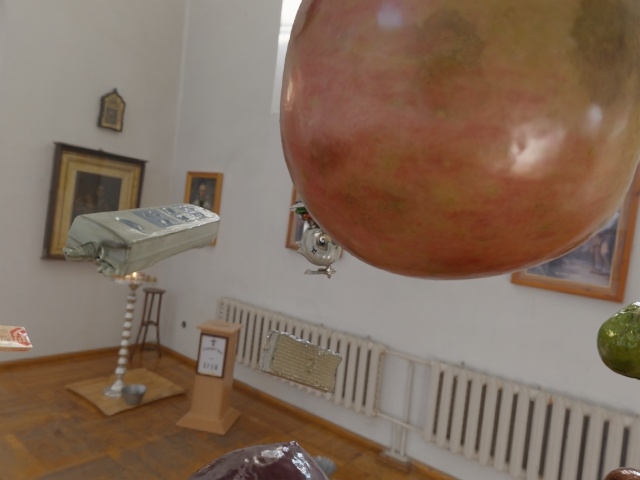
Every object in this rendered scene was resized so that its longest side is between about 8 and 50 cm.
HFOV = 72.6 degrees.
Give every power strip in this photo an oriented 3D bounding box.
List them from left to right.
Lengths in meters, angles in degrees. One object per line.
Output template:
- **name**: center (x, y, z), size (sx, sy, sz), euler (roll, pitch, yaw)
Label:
- **power strip**: center (-0.135, -0.006, 0.355), size (0.047, 0.030, 0.191), euler (26, 13, 7)

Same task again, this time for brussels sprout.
- **brussels sprout**: center (0.580, 0.182, 0.786), size (0.154, 0.155, 0.117), euler (6, 18, 12)

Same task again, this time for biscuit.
- **biscuit**: center (-0.045, 0.311, 1.116), size (0.238, 0.108, 0.061), euler (31, -27, -34)

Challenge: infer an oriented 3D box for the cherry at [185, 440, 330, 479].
- **cherry**: center (-0.055, 0.275, 0.288), size (0.183, 0.266, 0.213), euler (-8, -40, 42)

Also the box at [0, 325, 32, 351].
- **box**: center (-0.629, 0.195, 0.866), size (0.058, 0.015, 0.093), euler (47, 7, 25)

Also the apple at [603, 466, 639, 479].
- **apple**: center (0.832, 0.689, 1.116), size (0.168, 0.181, 0.181), euler (28, 2, 5)

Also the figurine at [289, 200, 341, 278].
- **figurine**: center (0.000, 0.000, 0.892), size (0.132, 0.154, 0.132), euler (-1, -2, 0)

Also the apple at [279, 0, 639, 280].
- **apple**: center (0.142, -0.138, 0.454), size (0.363, 0.365, 0.364), euler (6, 0, 0)
